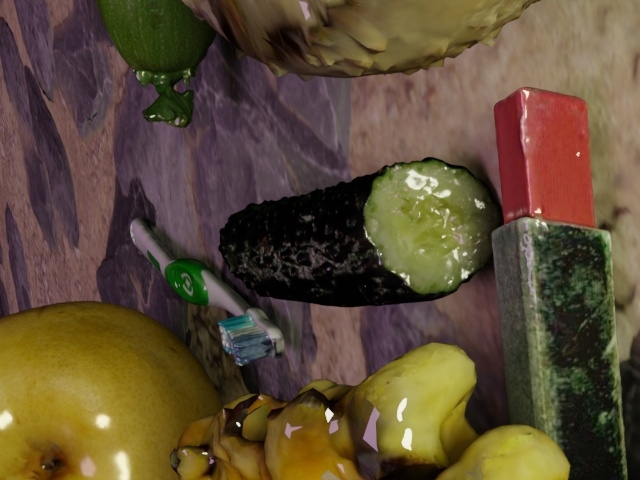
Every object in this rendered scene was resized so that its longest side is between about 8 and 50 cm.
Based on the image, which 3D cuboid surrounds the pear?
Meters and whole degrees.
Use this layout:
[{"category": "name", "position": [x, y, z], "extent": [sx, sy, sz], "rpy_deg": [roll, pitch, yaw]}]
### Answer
[{"category": "pear", "position": [-0.222, 0.203, 0.977], "extent": [0.314, 0.314, 0.314], "rpy_deg": [45, 142, 52]}]

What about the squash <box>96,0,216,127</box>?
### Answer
[{"category": "squash", "position": [-0.111, -0.253, 0.706], "extent": [0.101, 0.101, 0.378], "rpy_deg": [44, 139, 53]}]

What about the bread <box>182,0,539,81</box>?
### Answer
[{"category": "bread", "position": [0.015, -0.205, 0.358], "extent": [0.305, 0.159, 0.305], "rpy_deg": [36, 132, 55]}]

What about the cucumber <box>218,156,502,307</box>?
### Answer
[{"category": "cucumber", "position": [0.001, 0.002, 0.628], "extent": [0.300, 0.072, 0.072], "rpy_deg": [172, 85, -68]}]

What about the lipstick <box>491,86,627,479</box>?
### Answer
[{"category": "lipstick", "position": [0.105, 0.089, 0.457], "extent": [0.051, 0.051, 0.312], "rpy_deg": [-163, 64, -66]}]

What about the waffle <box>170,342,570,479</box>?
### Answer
[{"category": "waffle", "position": [0.040, 0.244, 0.484], "extent": [0.379, 0.095, 0.382], "rpy_deg": [-37, 70, 58]}]

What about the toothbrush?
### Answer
[{"category": "toothbrush", "position": [-0.114, 0.034, 0.969], "extent": [0.418, 0.040, 0.042], "rpy_deg": [-147, 47, -65]}]
